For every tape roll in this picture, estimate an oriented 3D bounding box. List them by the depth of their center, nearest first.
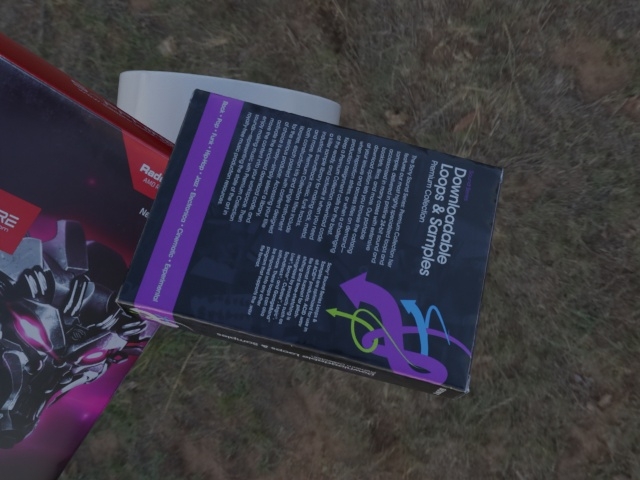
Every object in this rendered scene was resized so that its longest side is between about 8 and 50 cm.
[{"bbox_3d":[-0.107,-0.084,0.781,0.246,0.246,0.169,9,96,10],"label":"tape roll"}]

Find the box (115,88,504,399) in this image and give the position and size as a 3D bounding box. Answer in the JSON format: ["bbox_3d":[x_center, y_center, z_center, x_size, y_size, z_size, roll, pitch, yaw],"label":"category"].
[{"bbox_3d":[0.000,0.000,0.339,0.162,0.029,0.116,15,68,2],"label":"box"}]

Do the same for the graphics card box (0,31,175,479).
[{"bbox_3d":[-0.259,0.052,0.567,0.371,0.232,0.094,-54,40,3],"label":"graphics card box"}]
